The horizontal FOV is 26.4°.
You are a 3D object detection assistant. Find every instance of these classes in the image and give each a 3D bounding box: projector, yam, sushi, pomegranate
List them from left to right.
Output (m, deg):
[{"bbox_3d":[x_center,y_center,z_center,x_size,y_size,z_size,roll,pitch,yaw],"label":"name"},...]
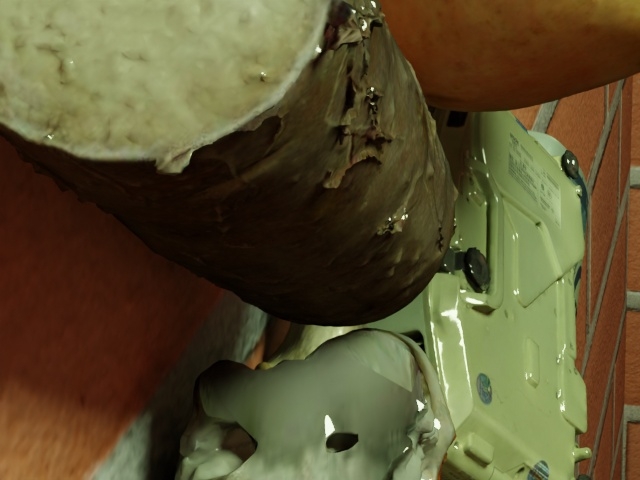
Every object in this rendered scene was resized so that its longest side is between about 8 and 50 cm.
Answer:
[{"bbox_3d":[-0.022,-0.042,0.482,0.279,0.131,0.131,47,49,-70],"label":"yam"},{"bbox_3d":[-0.022,0.155,0.533,0.130,0.124,0.332,88,16,-49],"label":"sushi"},{"bbox_3d":[0.087,0.025,0.807,0.193,0.088,0.269,39,44,-41],"label":"projector"},{"bbox_3d":[0.083,-0.189,0.623,0.270,0.229,0.252,29,65,-65],"label":"pomegranate"}]

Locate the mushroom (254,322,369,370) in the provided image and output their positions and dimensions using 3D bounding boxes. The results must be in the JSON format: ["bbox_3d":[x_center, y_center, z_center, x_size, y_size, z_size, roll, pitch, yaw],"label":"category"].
[{"bbox_3d":[-0.001,-0.001,0.705,0.059,0.054,0.202,53,38,-73],"label":"mushroom"}]

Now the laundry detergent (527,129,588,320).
[{"bbox_3d":[0.150,0.071,1.102,0.215,0.105,0.280,52,47,-66],"label":"laundry detergent"}]
